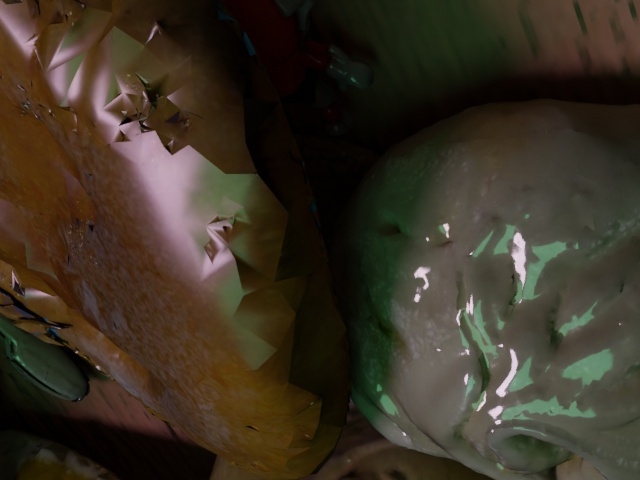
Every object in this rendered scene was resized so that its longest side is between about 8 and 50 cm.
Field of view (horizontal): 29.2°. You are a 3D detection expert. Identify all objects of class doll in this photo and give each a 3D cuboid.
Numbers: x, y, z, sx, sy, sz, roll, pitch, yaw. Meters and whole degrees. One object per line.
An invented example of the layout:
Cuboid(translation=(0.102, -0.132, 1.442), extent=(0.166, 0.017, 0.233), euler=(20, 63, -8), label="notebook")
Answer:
Cuboid(translation=(-0.022, -0.079, 0.433), extent=(0.057, 0.039, 0.114), euler=(20, 151, 38), label="doll")

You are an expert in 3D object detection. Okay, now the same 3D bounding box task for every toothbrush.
Cuboid(translation=(-0.217, -0.015, 0.593), extent=(0.028, 0.026, 0.294), euler=(-6, 133, 49), label="toothbrush")

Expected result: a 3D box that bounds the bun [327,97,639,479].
Cuboid(translation=(0.087, 0.036, 0.447), extent=(0.183, 0.102, 0.183), euler=(6, 134, 6), label="bun")

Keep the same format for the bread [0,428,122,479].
Cuboid(translation=(-0.228, 0.164, 0.678), extent=(0.333, 0.160, 0.333), euler=(20, 142, 16), label="bread")

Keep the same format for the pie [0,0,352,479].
Cuboid(translation=(-0.086, -0.011, 0.475), extent=(0.273, 0.069, 0.273), euler=(33, 145, 27), label="pie")

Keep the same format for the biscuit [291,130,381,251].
Cuboid(translation=(0.000, 0.000, 0.520), extent=(0.120, 0.015, 0.120), euler=(12, 138, 11), label="biscuit")

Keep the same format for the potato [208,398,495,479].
Cuboid(translation=(0.061, 0.211, 0.586), extent=(0.300, 0.196, 0.246), euler=(20, 137, 5), label="potato")
